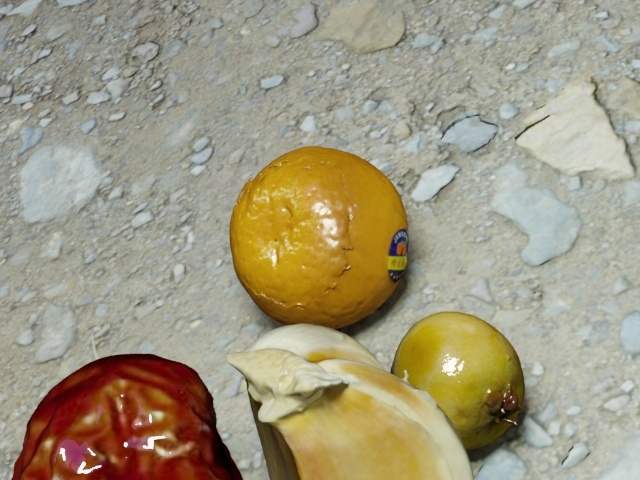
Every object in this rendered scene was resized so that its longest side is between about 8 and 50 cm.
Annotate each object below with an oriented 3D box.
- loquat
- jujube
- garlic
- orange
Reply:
[{"bbox_3d":[0.145,0.148,1.498,0.137,0.163,0.163,-23,39,-24],"label":"loquat"},{"bbox_3d":[-0.186,0.300,1.437,0.276,0.276,0.377,-15,46,14],"label":"jujube"},{"bbox_3d":[0.017,0.233,1.409,0.286,0.313,0.249,2,27,40],"label":"garlic"},{"bbox_3d":[0.000,-0.002,1.687,0.219,0.193,0.219,1,92,16],"label":"orange"}]
